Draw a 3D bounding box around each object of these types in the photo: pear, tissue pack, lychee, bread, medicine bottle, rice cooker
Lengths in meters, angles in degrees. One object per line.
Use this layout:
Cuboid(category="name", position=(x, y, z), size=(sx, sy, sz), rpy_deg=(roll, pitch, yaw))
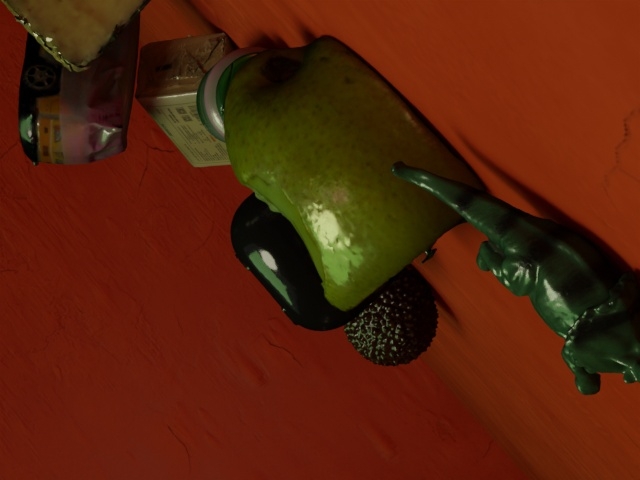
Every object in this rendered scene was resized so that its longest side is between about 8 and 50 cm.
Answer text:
Cuboid(category="pear", position=(0.004, -0.078, 0.948), size=(0.282, 0.176, 0.286), rpy_deg=(51, 175, 1))
Cuboid(category="tissue pack", position=(-0.191, -0.234, 1.538), size=(0.234, 0.159, 0.125), rpy_deg=(53, -144, -59))
Cuboid(category="lychee", position=(0.126, 0.131, 1.622), size=(0.188, 0.188, 0.188), rpy_deg=(49, 176, 4))
Cuboid(category="bread", position=(-0.373, -0.425, 1.209), size=(0.279, 0.248, 0.315), rpy_deg=(46, -175, 39))
Cuboid(category="medicine bottle", position=(-0.097, -0.192, 1.230), size=(0.133, 0.133, 0.274), rpy_deg=(50, 177, -13))
Cuboid(category="rice cooker", position=(0.000, 0.000, 1.337), size=(0.267, 0.224, 0.267), rpy_deg=(48, 178, 2))

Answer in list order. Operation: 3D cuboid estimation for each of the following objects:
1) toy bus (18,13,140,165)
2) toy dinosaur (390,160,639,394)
Cuboid(category="toy bus", position=(-0.378, -0.302, 1.459), size=(0.171, 0.162, 0.387), rpy_deg=(109, 162, -62))
Cuboid(category="toy dinosaur", position=(0.180, 0.030, 0.724), size=(0.292, 0.079, 0.120), rpy_deg=(43, 168, 37))
